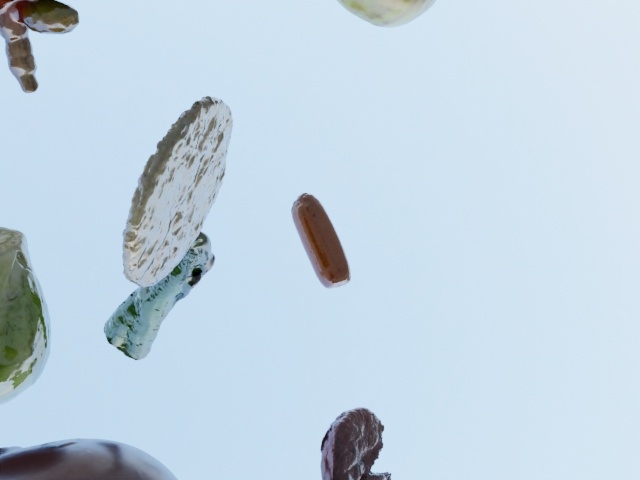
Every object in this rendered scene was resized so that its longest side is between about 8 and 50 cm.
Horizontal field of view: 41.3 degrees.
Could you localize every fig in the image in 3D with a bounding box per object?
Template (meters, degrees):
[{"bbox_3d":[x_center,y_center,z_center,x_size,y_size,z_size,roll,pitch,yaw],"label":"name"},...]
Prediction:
[{"bbox_3d":[0.074,-0.228,0.597,0.093,0.166,0.093,35,-160,-15],"label":"fig"}]

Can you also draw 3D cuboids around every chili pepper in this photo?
[{"bbox_3d":[-0.226,0.067,1.193,0.085,0.359,0.076,44,-132,3],"label":"chili pepper"}]

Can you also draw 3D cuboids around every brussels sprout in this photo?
[{"bbox_3d":[-0.473,0.112,1.141,0.219,0.271,0.210,36,-156,35],"label":"brussels sprout"}]

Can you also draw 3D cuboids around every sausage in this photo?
[{"bbox_3d":[0.000,0.000,1.663,0.076,0.076,0.197,-21,-96,-46],"label":"sausage"}]

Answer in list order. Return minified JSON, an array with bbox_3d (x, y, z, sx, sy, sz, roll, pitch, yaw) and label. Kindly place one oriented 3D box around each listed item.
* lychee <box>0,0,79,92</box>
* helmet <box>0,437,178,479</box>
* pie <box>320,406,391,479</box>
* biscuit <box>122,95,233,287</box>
[{"bbox_3d":[-0.309,-0.280,0.740,0.255,0.255,0.300,-20,-88,-46],"label":"lychee"},{"bbox_3d":[-0.244,0.383,0.974,0.385,0.230,0.337,62,-163,1],"label":"helmet"},{"bbox_3d":[0.068,0.412,1.530,0.204,0.054,0.218,9,-106,-56],"label":"pie"},{"bbox_3d":[-0.080,-0.027,0.484,0.015,0.120,0.120,24,-133,8],"label":"biscuit"}]
